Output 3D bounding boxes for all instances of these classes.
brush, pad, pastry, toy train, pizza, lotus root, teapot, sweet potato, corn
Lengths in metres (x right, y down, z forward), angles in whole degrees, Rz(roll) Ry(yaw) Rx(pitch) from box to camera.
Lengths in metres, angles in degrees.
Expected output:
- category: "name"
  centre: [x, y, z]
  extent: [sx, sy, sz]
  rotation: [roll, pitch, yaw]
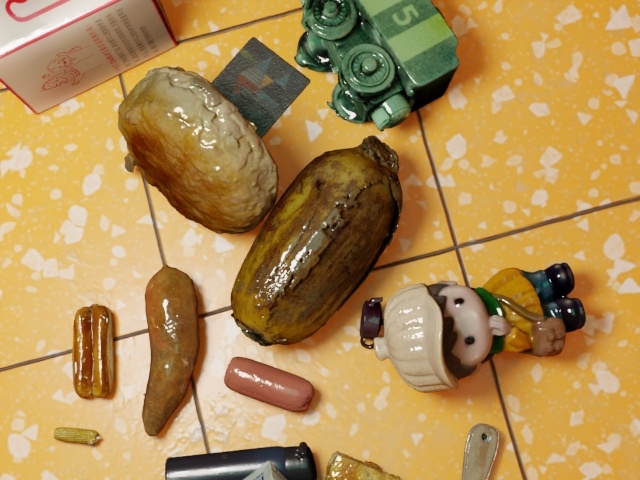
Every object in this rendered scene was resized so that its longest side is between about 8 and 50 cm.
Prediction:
- category: "brush"
  centre: [0.233, 0.456, 1.744]
  extent: [0.070, 0.065, 0.327]
  rotation: [13, 78, 9]
- category: "pad"
  centre: [-0.137, -0.251, 1.940]
  extent: [0.143, 0.003, 0.211]
  rotation: [38, 84, 10]
- category: "pastry"
  centre: [-0.205, -0.147, 1.772]
  extent: [0.329, 0.330, 0.136]
  rotation: [41, 69, 10]
- category: "toy train"
  centre: [0.094, -0.342, 1.874]
  extent: [0.238, 0.167, 0.299]
  rotation: [-29, 79, -13]
- category: "pizza"
  centre: [0.079, 0.424, 1.766]
  extent: [0.134, 0.046, 0.175]
  rotation: [-11, 82, -4]
- category: "lotus root"
  centre: [0.000, 0.000, 1.786]
  extent: [0.179, 0.196, 0.397]
  rotation: [32, 86, 40]
- category: "teapot"
  centre: [0.089, 0.139, 1.816]
  extent: [0.045, 0.068, 0.100]
  rotation: [7, 114, 3]
- category: "sweet potato"
  centre: [-0.253, 0.182, 1.815]
  extent: [0.097, 0.097, 0.292]
  rotation: [1, 79, 4]
- category: "corn"
  centre: [-0.411, 0.332, 1.826]
  extent: [0.083, 0.027, 0.028]
  rotation: [4, 66, 7]

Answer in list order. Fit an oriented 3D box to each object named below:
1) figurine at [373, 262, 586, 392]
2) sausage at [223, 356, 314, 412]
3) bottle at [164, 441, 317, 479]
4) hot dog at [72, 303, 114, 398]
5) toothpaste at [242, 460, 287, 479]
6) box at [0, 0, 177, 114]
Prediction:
- category: "figurine"
  centre: [0.256, 0.141, 1.773]
  extent: [0.332, 0.204, 0.185]
  rotation: [-10, 75, -28]
- category: "sausage"
  centre: [-0.085, 0.242, 1.806]
  extent: [0.154, 0.062, 0.062]
  rotation: [18, 80, 7]
- category: "bottle"
  centre: [-0.130, 0.382, 1.777]
  extent: [0.244, 0.072, 0.082]
  rotation: [-8, 119, 3]
- category: "hot dog"
  centre: [-0.388, 0.188, 1.845]
  extent: [0.071, 0.045, 0.165]
  rotation: [-4, 78, 5]
- category: "toothpaste"
  centre: [-0.174, 0.483, 1.721]
  extent: [0.313, 0.071, 0.089]
  rotation: [-38, 110, 6]
- category: "box"
  centre: [-0.456, -0.441, 1.844]
  extent: [0.312, 0.314, 0.300]
  rotation: [-27, 81, -2]
